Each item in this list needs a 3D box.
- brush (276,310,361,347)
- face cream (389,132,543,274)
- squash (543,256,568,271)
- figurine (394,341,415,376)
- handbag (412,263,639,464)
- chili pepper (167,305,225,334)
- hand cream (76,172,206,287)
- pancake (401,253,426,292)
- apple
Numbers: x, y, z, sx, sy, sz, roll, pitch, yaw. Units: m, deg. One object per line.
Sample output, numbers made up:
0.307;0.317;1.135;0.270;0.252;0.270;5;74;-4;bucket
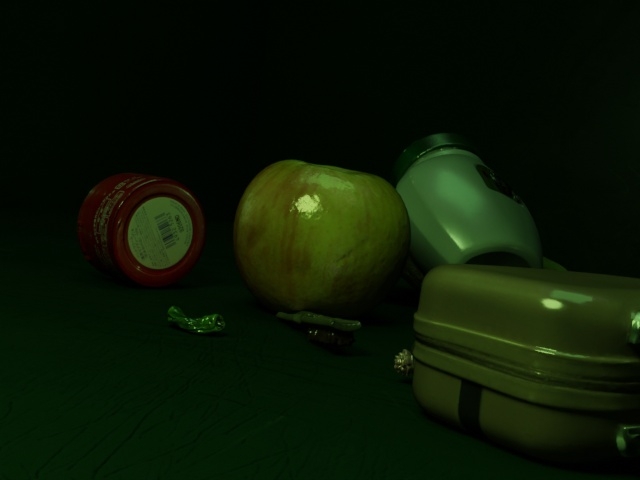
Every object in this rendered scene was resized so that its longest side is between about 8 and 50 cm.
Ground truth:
-0.009;0.113;1.085;0.043;0.036;0.248;10;-5;-19;brush
0.283;-0.036;1.649;0.313;0.219;0.357;25;27;-31;face cream
0.481;0.080;1.793;0.288;0.137;0.137;7;3;-35;squash
0.137;0.127;0.907;0.072;0.054;0.129;4;-1;33;figurine
0.260;0.107;0.730;0.302;0.149;0.283;6;0;-33;handbag
-0.158;0.102;1.037;0.091;0.034;0.030;8;-30;33;chili pepper
-0.300;-0.018;1.408;0.193;0.193;0.125;3;7;-41;hand cream
0.173;0.051;1.612;0.199;0.021;0.199;42;15;-14;pancake
0.000;0.000;1.286;0.286;0.232;0.286;10;5;-1;apple
